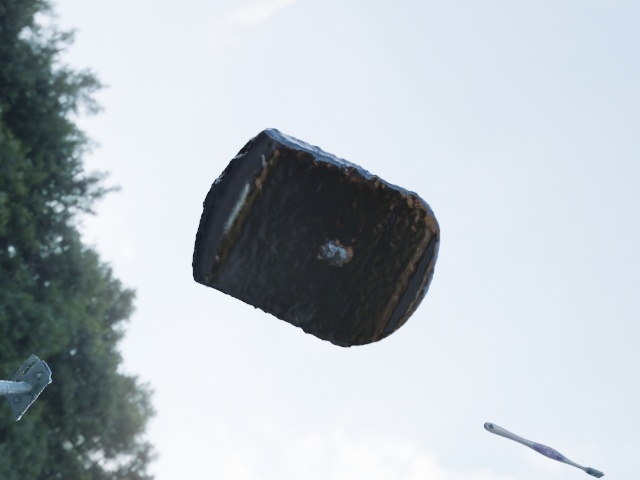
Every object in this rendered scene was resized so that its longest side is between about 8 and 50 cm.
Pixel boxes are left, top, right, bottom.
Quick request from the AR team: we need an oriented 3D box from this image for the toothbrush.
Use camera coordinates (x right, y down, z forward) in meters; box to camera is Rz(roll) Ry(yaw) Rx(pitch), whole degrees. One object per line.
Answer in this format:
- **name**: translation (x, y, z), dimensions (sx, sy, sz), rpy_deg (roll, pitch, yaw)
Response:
- **toothbrush**: translation (0.221, 0.208, 0.985), dimensions (0.131, 0.011, 0.013), rpy_deg (23, -21, -3)

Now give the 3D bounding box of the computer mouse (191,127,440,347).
- **computer mouse**: translation (-0.002, -0.002, 0.962), dimensions (0.087, 0.295, 0.168), rpy_deg (35, -82, 52)

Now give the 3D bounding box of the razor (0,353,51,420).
- **razor**: translation (-0.345, 0.148, 1.013), dimensions (0.068, 0.135, 0.040), rpy_deg (-49, -119, 15)
